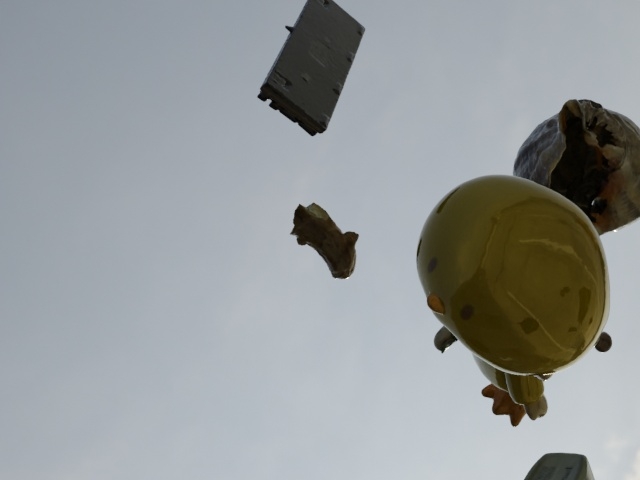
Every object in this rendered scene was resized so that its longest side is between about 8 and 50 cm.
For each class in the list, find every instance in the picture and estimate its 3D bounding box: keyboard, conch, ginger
[{"bbox_3d":[-0.009,-0.236,1.661,0.106,0.027,0.317,38,-148,-11],"label":"keyboard"},{"bbox_3d":[0.335,-0.098,1.717,0.210,0.159,0.291,-43,-43,1],"label":"conch"},{"bbox_3d":[0.004,-0.004,1.609,0.137,0.044,0.057,46,-113,-32],"label":"ginger"}]

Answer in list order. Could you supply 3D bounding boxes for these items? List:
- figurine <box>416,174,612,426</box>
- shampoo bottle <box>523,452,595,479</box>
[{"bbox_3d":[0.196,0.066,1.360,0.187,0.215,0.343,-36,-21,-11],"label":"figurine"},{"bbox_3d":[0.352,0.439,1.670,0.134,0.078,0.359,-48,-56,-47],"label":"shampoo bottle"}]
